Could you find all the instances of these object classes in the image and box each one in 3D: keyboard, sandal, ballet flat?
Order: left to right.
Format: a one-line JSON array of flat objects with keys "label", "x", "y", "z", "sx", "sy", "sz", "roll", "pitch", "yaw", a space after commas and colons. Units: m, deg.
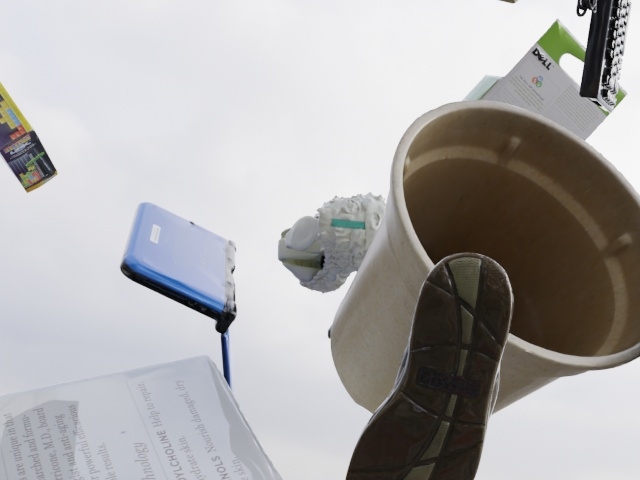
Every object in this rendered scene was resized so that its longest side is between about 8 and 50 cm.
[{"label": "ballet flat", "x": 0.000, "y": 0.000, "z": 1.623, "sx": 0.147, "sy": 0.147, "sz": 0.409, "roll": 14, "pitch": -16, "yaw": -11}, {"label": "sandal", "x": 0.082, "y": 0.112, "z": 0.725, "sx": 0.090, "sy": 0.219, "sz": 0.060, "roll": 15, "pitch": 6, "yaw": 8}, {"label": "keyboard", "x": 0.374, "y": -0.335, "z": 1.266, "sx": 0.033, "sy": 0.317, "sz": 0.201, "roll": 8, "pitch": 0, "yaw": 33}]

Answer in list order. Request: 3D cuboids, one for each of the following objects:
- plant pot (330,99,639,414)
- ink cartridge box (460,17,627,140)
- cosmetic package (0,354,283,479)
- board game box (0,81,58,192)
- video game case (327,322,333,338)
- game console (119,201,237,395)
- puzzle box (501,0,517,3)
[{"label": "plant pot", "x": 0.169, "y": 0.065, "z": 1.126, "sx": 0.334, "sy": 0.333, "sz": 0.305, "roll": 15, "pitch": -39, "yaw": -16}, {"label": "ink cartridge box", "x": 0.354, "y": -0.214, "z": 1.657, "sx": 0.189, "sy": 0.255, "sz": 0.097, "roll": 42, "pitch": 2, "yaw": -14}, {"label": "cosmetic package", "x": -0.252, "y": 0.369, "z": 1.037, "sx": 0.394, "sy": 0.329, "sz": 0.327, "roll": -10, "pitch": 30, "yaw": -21}, {"label": "board game box", "x": -0.379, "y": -0.153, "z": 1.140, "sx": 0.170, "sy": 0.048, "sz": 0.141, "roll": 53, "pitch": -11, "yaw": 12}, {"label": "video game case", "x": 0.156, "y": 0.136, "z": 2.025, "sx": 0.196, "sy": 0.274, "sz": 0.026, "roll": 10, "pitch": -58, "yaw": 21}, {"label": "game console", "x": -0.207, "y": 0.101, "z": 1.505, "sx": 0.250, "sy": 0.173, "sz": 0.293, "roll": 27, "pitch": 15, "yaw": -14}, {"label": "puzzle box", "x": 0.131, "y": -0.530, "z": 1.529, "sx": 0.409, "sy": 0.052, "sz": 0.272, "roll": 24, "pitch": -33, "yaw": 37}]
